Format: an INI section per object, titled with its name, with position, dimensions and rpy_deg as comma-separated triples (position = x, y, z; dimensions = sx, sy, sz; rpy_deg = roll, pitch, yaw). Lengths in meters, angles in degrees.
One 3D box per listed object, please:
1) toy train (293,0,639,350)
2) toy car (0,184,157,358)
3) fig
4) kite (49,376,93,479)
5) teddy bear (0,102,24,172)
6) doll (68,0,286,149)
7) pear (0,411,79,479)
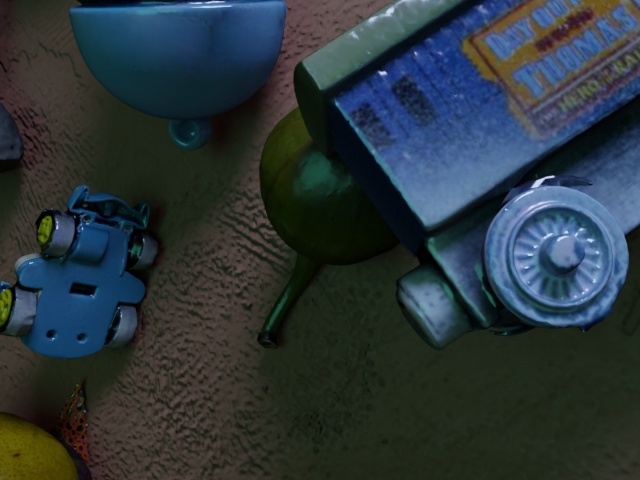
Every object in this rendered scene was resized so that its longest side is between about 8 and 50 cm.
[toy train]
position = 0.144, -0.082, 0.392
dimensions = 0.300, 0.131, 0.202
rpy_deg = -33, 82, -5
[toy car]
position = -0.234, 0.023, 0.665
dimensions = 0.098, 0.126, 0.161
rpy_deg = 24, 97, 44
[fig]
position = 0.000, 0.000, 0.551
dimensions = 0.124, 0.124, 0.236
rpy_deg = 40, 133, 22
[kite]
position = -0.278, 0.258, 0.751
dimensions = 0.125, 0.008, 0.222
rpy_deg = -11, 86, 29
[teddy bear]
position = -0.415, -0.168, 0.744
dimensions = 0.171, 0.144, 0.251
rpy_deg = -30, 74, 41
[doll]
position = -0.114, -0.227, 0.561
dimensions = 0.177, 0.141, 0.314
rpy_deg = 5, 109, 15
[pear]
position = -0.340, 0.268, 0.672
dimensions = 0.209, 0.209, 0.208
rpy_deg = 1, 92, 29
